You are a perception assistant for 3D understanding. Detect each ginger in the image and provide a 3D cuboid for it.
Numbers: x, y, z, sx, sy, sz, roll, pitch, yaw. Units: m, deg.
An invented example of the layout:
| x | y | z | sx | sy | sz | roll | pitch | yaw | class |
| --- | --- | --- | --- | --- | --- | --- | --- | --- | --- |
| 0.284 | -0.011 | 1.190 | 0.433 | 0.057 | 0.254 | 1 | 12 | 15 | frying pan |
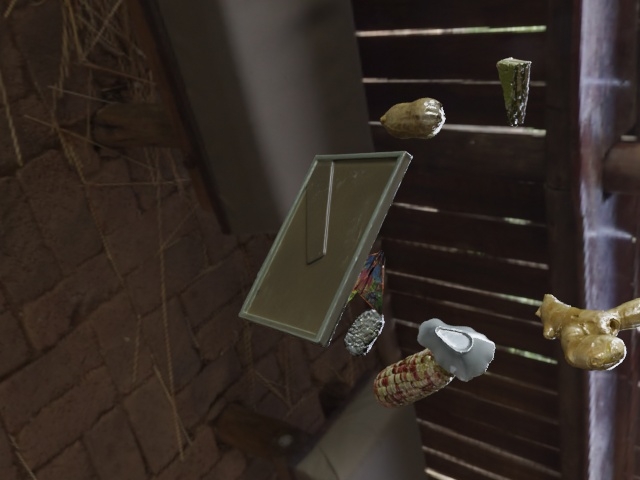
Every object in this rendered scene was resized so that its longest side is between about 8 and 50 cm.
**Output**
| x | y | z | sx | sy | sz | roll | pitch | yaw | class |
| --- | --- | --- | --- | --- | --- | --- | --- | --- | --- |
| 0.724 | 0.255 | 1.863 | 0.363 | 0.348 | 0.122 | -37 | 107 | -39 | ginger |

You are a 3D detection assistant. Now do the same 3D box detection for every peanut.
| x | y | z | sx | sy | sz | roll | pitch | yaw | class |
| --- | --- | --- | --- | --- | --- | --- | --- | --- | --- |
| 0.212 | -0.273 | 1.533 | 0.099 | 0.214 | 0.099 | -2 | 94 | -30 | peanut |

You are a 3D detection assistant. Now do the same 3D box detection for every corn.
| x | y | z | sx | sy | sz | roll | pitch | yaw | class |
| --- | --- | --- | --- | --- | --- | --- | --- | --- | --- |
| 0.180 | 0.260 | 1.274 | 0.086 | 0.253 | 0.086 | 10 | 63 | -20 | corn |

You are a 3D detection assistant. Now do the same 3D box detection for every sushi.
| x | y | z | sx | sy | sz | roll | pitch | yaw | class |
| --- | --- | --- | --- | --- | --- | --- | --- | --- | --- |
| 0.127 | 0.269 | 1.976 | 0.150 | 0.090 | 0.078 | -59 | 167 | -3 | sushi |

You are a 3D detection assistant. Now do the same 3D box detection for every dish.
| x | y | z | sx | sy | sz | roll | pitch | yaw | class |
| --- | --- | --- | --- | --- | --- | --- | --- | --- | --- |
| 0.224 | 0.170 | 1.137 | 0.091 | 0.137 | 0.039 | -48 | 148 | -20 | dish |

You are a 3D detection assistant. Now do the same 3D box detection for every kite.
| x | y | z | sx | sy | sz | roll | pitch | yaw | class |
| --- | --- | --- | --- | --- | --- | --- | --- | --- | --- |
| 0.112 | 0.106 | 1.741 | 0.014 | 0.241 | 0.183 | 26 | 108 | -41 | kite |

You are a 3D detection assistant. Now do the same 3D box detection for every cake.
| x | y | z | sx | sy | sz | roll | pitch | yaw | class |
| --- | --- | --- | --- | --- | --- | --- | --- | --- | --- |
| 0.394 | -0.295 | 1.344 | 0.051 | 0.055 | 0.140 | -27 | 111 | -30 | cake |

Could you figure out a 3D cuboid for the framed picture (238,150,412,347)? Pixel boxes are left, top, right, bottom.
| x | y | z | sx | sy | sz | roll | pitch | yaw | class |
| --- | --- | --- | --- | --- | --- | --- | --- | --- | --- |
| 0.000 | 0.000 | 1.492 | 0.028 | 0.326 | 0.446 | 34 | 75 | -34 | framed picture |
